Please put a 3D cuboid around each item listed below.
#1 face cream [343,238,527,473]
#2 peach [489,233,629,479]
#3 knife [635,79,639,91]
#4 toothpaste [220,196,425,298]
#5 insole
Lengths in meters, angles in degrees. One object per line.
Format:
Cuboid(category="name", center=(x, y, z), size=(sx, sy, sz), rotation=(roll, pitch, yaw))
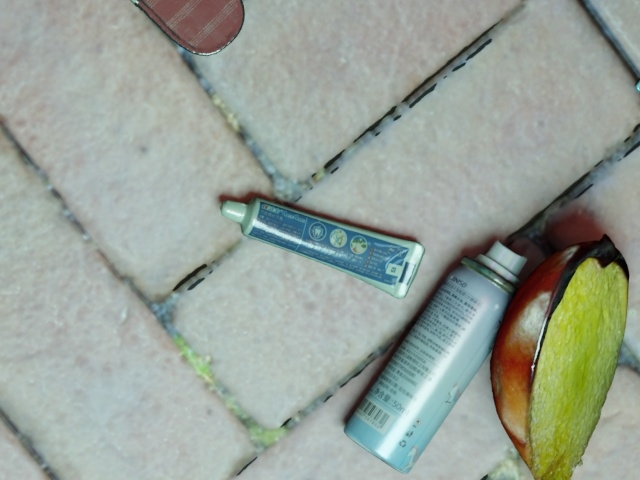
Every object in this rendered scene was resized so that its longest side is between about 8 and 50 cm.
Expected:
Cuboid(category="face cream", center=(0.114, 0.103, 1.605), size=(0.075, 0.075, 0.229), rotation=(35, 89, -14))
Cuboid(category="peach", center=(0.217, 0.115, 1.614), size=(0.189, 0.068, 0.279), rotation=(-21, 127, -46))
Cuboid(category="knife", center=(0.332, -0.176, 1.659), size=(0.014, 0.005, 0.091), rotation=(40, 86, -13))
Cuboid(category="toothpaste", center=(0.000, 0.000, 1.589), size=(0.197, 0.035, 0.057), rotation=(19, 101, -17))
Cuboid(category="insole", center=(-0.191, -0.280, 1.527), size=(0.309, 0.012, 0.110), rotation=(45, 84, -13))
